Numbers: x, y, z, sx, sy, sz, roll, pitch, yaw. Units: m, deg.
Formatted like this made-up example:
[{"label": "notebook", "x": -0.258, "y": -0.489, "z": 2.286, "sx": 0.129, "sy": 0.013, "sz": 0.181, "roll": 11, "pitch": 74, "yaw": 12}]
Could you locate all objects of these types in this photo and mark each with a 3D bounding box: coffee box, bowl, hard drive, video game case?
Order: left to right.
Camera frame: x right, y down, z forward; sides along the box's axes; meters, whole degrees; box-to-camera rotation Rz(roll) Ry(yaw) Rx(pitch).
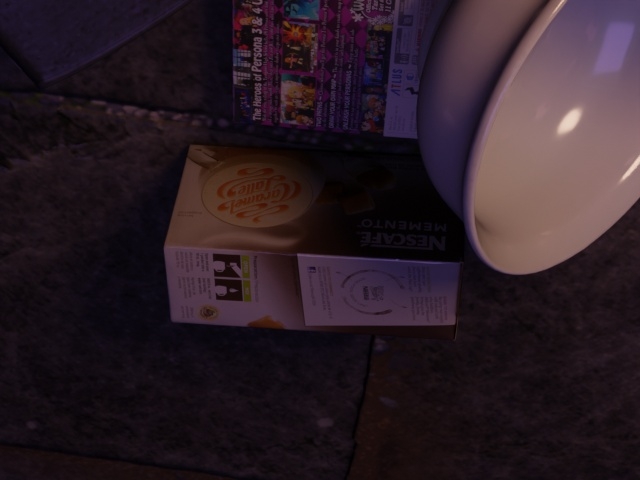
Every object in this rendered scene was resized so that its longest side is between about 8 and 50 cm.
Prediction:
[{"label": "hard drive", "x": -0.130, "y": -0.218, "z": 0.918, "sx": 0.254, "sy": 0.054, "sz": 0.172, "roll": -35, "pitch": 122, "yaw": 8}, {"label": "coffee box", "x": 0.000, "y": 0.000, "z": 1.226, "sx": 0.246, "sy": 0.141, "sz": 0.098, "roll": 4, "pitch": 133, "yaw": 5}, {"label": "video game case", "x": 0.035, "y": -0.183, "z": 1.116, "sx": 0.210, "sy": 0.042, "sz": 0.232, "roll": 4, "pitch": 133, "yaw": 2}, {"label": "bowl", "x": 0.166, "y": -0.133, "z": 1.040, "sx": 0.134, "sy": 0.298, "sz": 0.298, "roll": 39, "pitch": 143, "yaw": 31}]

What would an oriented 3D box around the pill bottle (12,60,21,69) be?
[{"label": "pill bottle", "x": -0.230, "y": -0.265, "z": 0.993, "sx": 0.160, "sy": 0.160, "sz": 0.283, "roll": -14, "pitch": 129, "yaw": 19}]
